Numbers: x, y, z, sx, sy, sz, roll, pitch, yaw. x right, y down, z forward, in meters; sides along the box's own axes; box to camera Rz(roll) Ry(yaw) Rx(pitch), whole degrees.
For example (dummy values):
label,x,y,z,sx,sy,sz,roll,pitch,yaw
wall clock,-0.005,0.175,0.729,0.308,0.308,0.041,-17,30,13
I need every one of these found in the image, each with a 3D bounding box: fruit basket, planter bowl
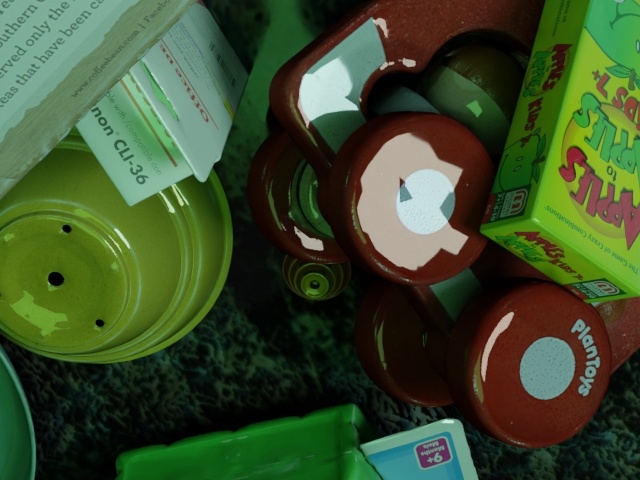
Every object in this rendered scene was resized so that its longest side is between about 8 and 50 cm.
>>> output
label,x,y,z,sx,sy,sz,roll,pitch,yaw
fruit basket,-0.014,0.304,0.989,0.327,0.165,0.353,-13,116,9
planter bowl,-0.172,0.010,0.906,0.217,0.090,0.217,1,114,2

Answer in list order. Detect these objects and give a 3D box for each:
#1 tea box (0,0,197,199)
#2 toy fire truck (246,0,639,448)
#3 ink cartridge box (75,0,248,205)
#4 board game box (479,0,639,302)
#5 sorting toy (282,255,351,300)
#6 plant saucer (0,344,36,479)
label,x,y,z,sx,sy,sz,roll,pitch,yaw
tea box,-0.171,-0.243,0.638,0.329,0.323,0.220,-41,130,20
toy fire truck,0.117,-0.033,0.837,0.254,0.169,0.302,-40,107,-15
ink cartridge box,-0.108,-0.101,0.792,0.067,0.198,0.115,-27,109,14
board game box,0.159,-0.066,0.761,0.092,0.181,0.043,32,154,-28
sorting toy,0.000,0.000,0.916,0.061,0.042,0.102,-5,113,6
plant saucer,-0.357,0.120,0.975,0.318,0.043,0.317,4,119,8
